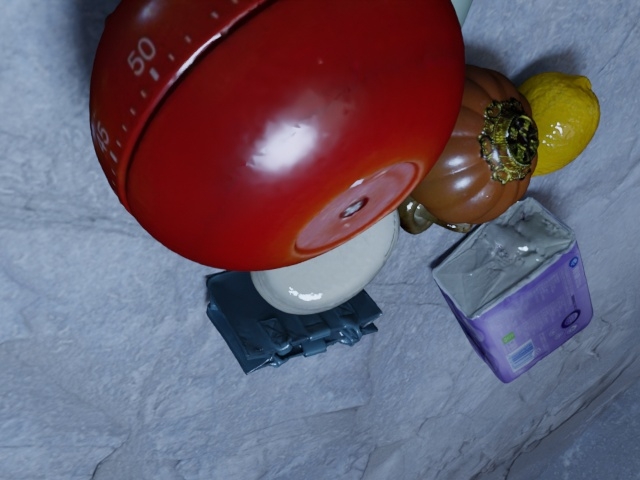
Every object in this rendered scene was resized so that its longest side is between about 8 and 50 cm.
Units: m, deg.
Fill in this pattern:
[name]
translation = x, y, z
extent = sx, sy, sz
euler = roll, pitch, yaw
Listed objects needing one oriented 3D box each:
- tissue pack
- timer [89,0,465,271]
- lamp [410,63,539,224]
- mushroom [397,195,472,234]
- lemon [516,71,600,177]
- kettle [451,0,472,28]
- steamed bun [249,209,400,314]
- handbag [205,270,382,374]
[tissue pack]
translation = 0.371, 0.100, 1.492
extent = 0.242, 0.160, 0.338
euler = -38, 142, -1
[timer]
translation = -0.036, -0.137, 0.784
extent = 0.378, 0.279, 0.378
euler = -34, 165, -10
[lamp]
translation = 0.204, -0.132, 1.087
extent = 0.223, 0.196, 0.223
euler = -2, 93, -38
[mushroom]
translation = 0.179, -0.043, 1.254
extent = 0.129, 0.073, 0.088
euler = 20, 105, -10
[lemon]
translation = 0.344, -0.176, 1.199
extent = 0.142, 0.142, 0.187
euler = -2, 135, -37
[kettle]
translation = 0.156, -0.320, 0.936
extent = 0.126, 0.098, 0.148
euler = 1, 126, -32
[steamed bun]
translation = 0.000, 0.000, 1.105
extent = 0.177, 0.130, 0.228
euler = 43, 85, -11
[handbag]
translation = -0.040, 0.105, 1.160
extent = 0.229, 0.179, 0.062
euler = -15, 137, -28
